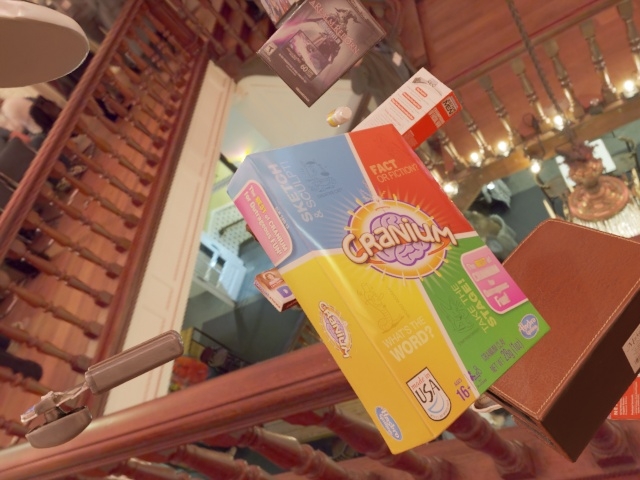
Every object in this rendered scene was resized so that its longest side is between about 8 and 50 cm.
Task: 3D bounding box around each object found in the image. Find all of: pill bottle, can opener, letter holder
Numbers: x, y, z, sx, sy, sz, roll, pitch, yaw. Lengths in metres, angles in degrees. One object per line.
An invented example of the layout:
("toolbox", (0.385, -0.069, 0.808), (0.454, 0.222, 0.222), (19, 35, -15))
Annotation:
("pill bottle", (0.051, -0.327, 1.368), (0.043, 0.043, 0.083), (-57, 20, -13))
("can opener", (-0.365, 0.256, 0.898), (0.284, 0.095, 0.076), (-24, 6, -15))
("letter holder", (0.368, 0.137, 0.814), (0.301, 0.152, 0.214), (-49, 34, -8))

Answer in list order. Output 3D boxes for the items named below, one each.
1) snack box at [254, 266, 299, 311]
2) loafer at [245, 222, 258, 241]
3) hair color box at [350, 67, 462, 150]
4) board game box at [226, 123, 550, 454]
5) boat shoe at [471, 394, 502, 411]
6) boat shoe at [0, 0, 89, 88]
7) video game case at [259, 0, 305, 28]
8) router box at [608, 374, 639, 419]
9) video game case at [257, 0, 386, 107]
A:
("snack box", (-0.012, 0.050, 0.787), (0.064, 0.178, 0.022), (43, 133, 27))
("loafer", (-0.155, -0.022, 1.554), (0.079, 0.220, 0.080), (9, 73, 22))
("hair color box", (0.145, -0.206, 0.896), (0.167, 0.053, 0.093), (-41, 48, 11))
("board game box", (0.080, 0.024, 0.572), (0.316, 0.242, 0.064), (56, 137, 13))
("boat shoe", (0.501, 0.357, 1.316), (0.277, 0.096, 0.098), (-41, 74, 12))
("boat shoe", (-0.236, -0.142, 0.302), (0.065, 0.183, 0.083), (-38, 78, 38))
("video game case", (-0.149, -0.715, 1.393), (0.035, 0.248, 0.275), (-37, 18, -8))
("router box", (0.655, 0.302, 1.126), (0.335, 0.302, 0.082), (150, 122, -83))
("video game case", (0.000, -0.502, 1.322), (0.274, 0.196, 0.026), (-38, 18, 25))
